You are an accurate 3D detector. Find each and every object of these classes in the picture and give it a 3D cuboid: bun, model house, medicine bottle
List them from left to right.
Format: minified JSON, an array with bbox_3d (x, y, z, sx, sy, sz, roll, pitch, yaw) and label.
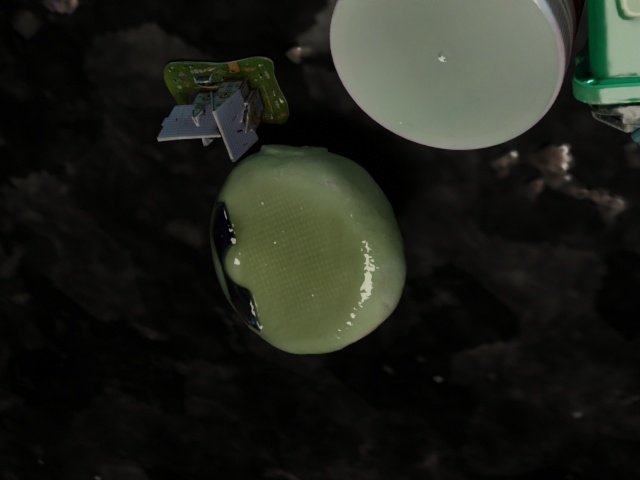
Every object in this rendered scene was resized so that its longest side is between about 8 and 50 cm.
[{"bbox_3d":[-0.138,-0.170,1.744,0.167,0.088,0.117,1,132,21],"label":"model house"},{"bbox_3d":[0.000,0.000,1.792,0.293,0.187,0.293,11,114,26],"label":"bun"},{"bbox_3d":[0.158,-0.266,1.431,0.252,0.241,0.252,12,134,12],"label":"medicine bottle"}]

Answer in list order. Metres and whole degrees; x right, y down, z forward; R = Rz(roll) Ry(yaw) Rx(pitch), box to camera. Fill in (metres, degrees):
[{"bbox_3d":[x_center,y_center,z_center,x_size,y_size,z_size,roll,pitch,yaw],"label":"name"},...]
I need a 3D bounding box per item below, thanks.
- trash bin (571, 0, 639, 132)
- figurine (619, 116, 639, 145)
[{"bbox_3d":[0.375,-0.327,1.290,0.259,0.295,0.381,0,121,22],"label":"trash bin"},{"bbox_3d":[0.428,-0.129,1.577,0.140,0.068,0.075,34,132,-9],"label":"figurine"}]
